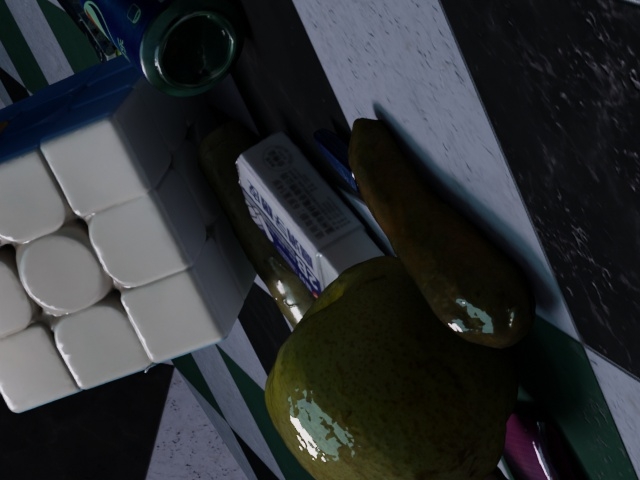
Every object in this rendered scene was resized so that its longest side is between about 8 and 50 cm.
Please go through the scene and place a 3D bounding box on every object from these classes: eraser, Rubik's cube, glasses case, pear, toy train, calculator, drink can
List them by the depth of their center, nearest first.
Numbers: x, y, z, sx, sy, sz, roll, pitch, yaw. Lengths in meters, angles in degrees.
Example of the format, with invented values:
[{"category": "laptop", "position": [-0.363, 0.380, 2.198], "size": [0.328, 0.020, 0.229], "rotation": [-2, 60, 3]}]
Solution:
[{"category": "pear", "position": [0.069, 0.128, 1.606], "size": [0.211, 0.228, 0.188], "rotation": [42, 129, -2]}, {"category": "calculator", "position": [0.216, 0.234, 1.682], "size": [0.190, 0.034, 0.126], "rotation": [59, 167, -6]}, {"category": "glasses case", "position": [0.023, -0.075, 1.729], "size": [0.083, 0.023, 0.033], "rotation": [48, 169, 48]}, {"category": "drink can", "position": [-0.165, -0.235, 1.890], "size": [0.205, 0.118, 0.118], "rotation": [48, 164, 47]}, {"category": "eraser", "position": [0.000, 0.000, 1.905], "size": [0.210, 0.068, 0.124], "rotation": [50, 163, 34]}, {"category": "Rubik's cube", "position": [-0.261, -0.022, 2.150], "size": [0.291, 0.292, 0.290], "rotation": [62, -162, -17]}, {"category": "toy train", "position": [-0.315, -0.306, 2.501], "size": [0.207, 0.047, 0.043], "rotation": [53, 166, 30]}]

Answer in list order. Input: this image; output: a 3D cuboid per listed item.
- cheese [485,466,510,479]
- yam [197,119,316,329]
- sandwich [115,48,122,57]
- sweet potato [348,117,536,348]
[{"category": "cheese", "position": [0.171, 0.308, 1.767], "size": [0.235, 0.117, 0.218], "rotation": [58, -176, 2]}, {"category": "yam", "position": [-0.026, 0.038, 2.096], "size": [0.371, 0.083, 0.083], "rotation": [59, 168, -1]}, {"category": "sandwich", "position": [-0.234, -0.225, 2.412], "size": [0.067, 0.029, 0.135], "rotation": [51, 166, 9]}, {"category": "sweet potato", "position": [0.091, -0.005, 1.529], "size": [0.273, 0.075, 0.075], "rotation": [54, 168, 42]}]
